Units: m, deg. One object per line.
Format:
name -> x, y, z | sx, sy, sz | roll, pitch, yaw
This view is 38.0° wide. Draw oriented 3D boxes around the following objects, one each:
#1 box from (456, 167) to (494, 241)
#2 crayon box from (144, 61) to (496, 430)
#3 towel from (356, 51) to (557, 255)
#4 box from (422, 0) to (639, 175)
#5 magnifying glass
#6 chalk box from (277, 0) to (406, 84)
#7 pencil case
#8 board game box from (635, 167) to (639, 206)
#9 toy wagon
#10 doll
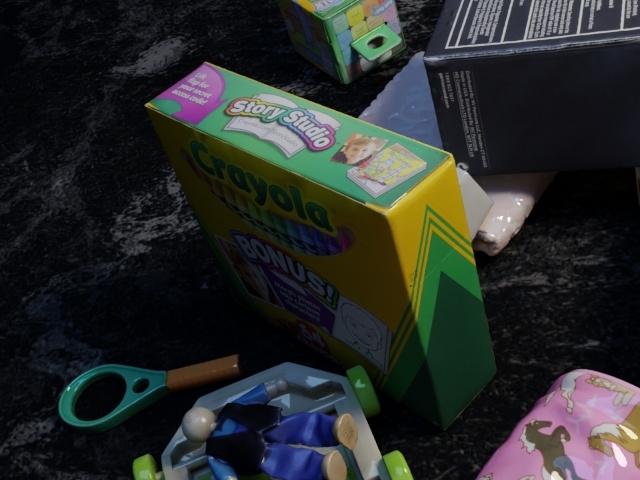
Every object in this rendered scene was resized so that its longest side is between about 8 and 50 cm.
box -> 0.095, -0.038, 1.114 | 0.170, 0.091, 0.130 | 29, 87, 37
crayon box -> 0.000, 0.000, 1.007 | 0.362, 0.313, 0.106 | 26, 59, 40
towel -> 0.186, -0.132, 1.272 | 0.316, 0.053, 0.332 | 17, 54, 36
box -> 0.309, -0.232, 1.142 | 0.293, 0.183, 0.296 | -2, 39, 23
magnifying glass -> -0.206, 0.175, 1.119 | 0.230, 0.026, 0.092 | -13, 42, 7
chalk box -> 0.043, -0.352, 1.501 | 0.132, 0.132, 0.213 | -34, 43, -14
pencil case -> 0.167, 0.279, 0.763 | 0.167, 0.160, 0.386 | 35, 61, 18
board game box -> 0.507, -0.037, 0.945 | 0.317, 0.066, 0.319 | -8, 18, 14
toy wagon -> -0.038, 0.272, 0.919 | 0.267, 0.068, 0.344 | -22, 42, -2
doll -> -0.057, 0.192, 0.923 | 0.188, 0.046, 0.129 | 0, 55, 30
